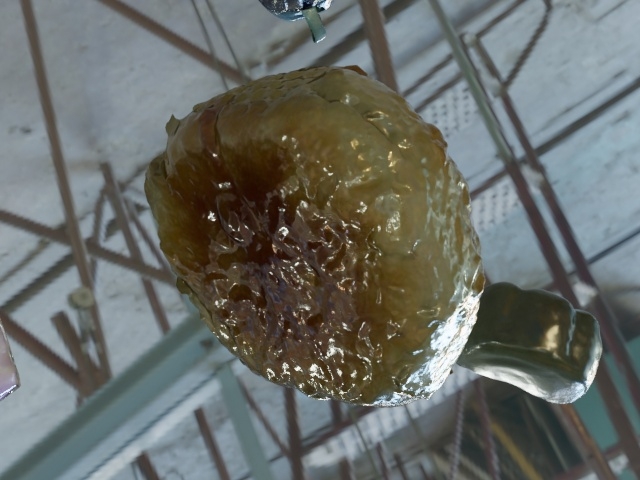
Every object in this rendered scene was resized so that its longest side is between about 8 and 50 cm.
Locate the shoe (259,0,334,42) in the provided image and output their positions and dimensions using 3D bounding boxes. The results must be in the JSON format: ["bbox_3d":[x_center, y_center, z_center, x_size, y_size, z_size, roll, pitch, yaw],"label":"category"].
[{"bbox_3d":[-0.035,-0.261,0.941,0.092,0.207,0.106,-16,143,0],"label":"shoe"}]

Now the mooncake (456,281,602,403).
[{"bbox_3d":[0.248,0.126,1.330,0.168,0.104,0.175,-13,138,42],"label":"mooncake"}]

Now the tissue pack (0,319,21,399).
[{"bbox_3d":[-0.370,0.091,0.575,0.338,0.160,0.242,-23,-177,-43],"label":"tissue pack"}]

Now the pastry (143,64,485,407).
[{"bbox_3d":[0.000,0.000,0.597,0.192,0.182,0.093,0,-158,45],"label":"pastry"}]
